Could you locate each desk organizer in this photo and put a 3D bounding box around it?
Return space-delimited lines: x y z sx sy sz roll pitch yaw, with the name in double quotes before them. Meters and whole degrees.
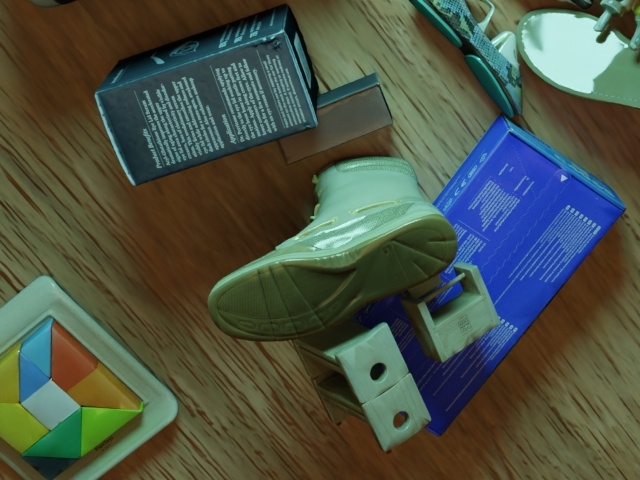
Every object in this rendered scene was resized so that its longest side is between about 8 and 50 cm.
"desk organizer" 0.011 -0.134 1.314 0.130 0.047 0.050 -21 111 8

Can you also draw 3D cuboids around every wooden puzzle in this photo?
"wooden puzzle" -0.327 0.191 1.436 0.221 0.044 0.238 -38 106 13

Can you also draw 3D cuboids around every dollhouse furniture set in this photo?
"dollhouse furniture set" 0.090 0.119 1.308 0.184 0.129 0.129 -31 110 -19

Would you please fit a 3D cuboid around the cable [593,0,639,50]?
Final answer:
"cable" 0.370 -0.340 1.230 0.139 0.072 0.287 44 85 2

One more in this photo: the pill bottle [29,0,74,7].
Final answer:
"pill bottle" -0.150 -0.358 1.155 0.334 0.188 0.188 -16 110 6

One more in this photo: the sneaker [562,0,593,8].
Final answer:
"sneaker" 0.241 -0.275 1.270 0.109 0.040 0.043 29 124 -7

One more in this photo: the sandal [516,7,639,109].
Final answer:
"sandal" 0.325 -0.175 1.279 0.240 0.079 0.088 22 87 23

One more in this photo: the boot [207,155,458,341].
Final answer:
"boot" 0.000 0.000 1.279 0.262 0.203 0.095 -23 118 2

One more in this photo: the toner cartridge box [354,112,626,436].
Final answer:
"toner cartridge box" 0.171 0.044 1.365 0.165 0.075 0.348 33 107 -12

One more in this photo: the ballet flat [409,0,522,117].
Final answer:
"ballet flat" 0.173 -0.218 1.276 0.070 0.070 0.188 -38 109 13

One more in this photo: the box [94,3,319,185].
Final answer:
"box" -0.114 -0.156 1.250 0.207 0.153 0.108 -17 110 8
